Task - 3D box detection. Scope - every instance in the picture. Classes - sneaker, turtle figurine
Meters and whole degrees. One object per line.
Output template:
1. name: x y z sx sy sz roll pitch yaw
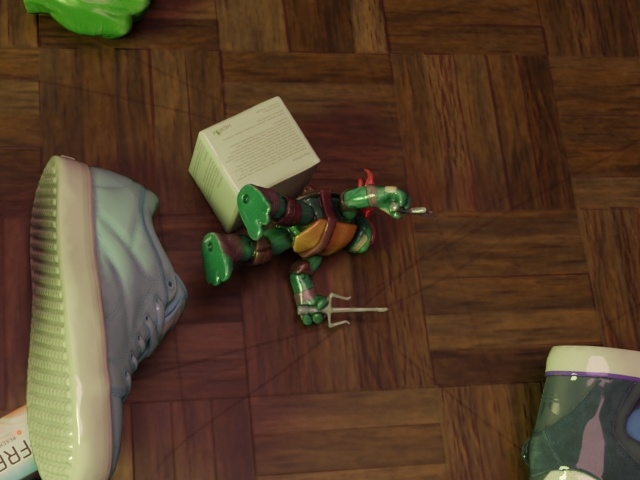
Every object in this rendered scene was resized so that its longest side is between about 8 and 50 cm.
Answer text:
1. sneaker: -0.187 0.071 1.121 0.150 0.135 0.366 11 51 -25
2. turtle figurine: 0.000 0.000 1.235 0.234 0.175 0.118 4 29 -40
3. sneaker: 0.364 0.245 1.233 0.323 0.130 0.236 11 77 -14

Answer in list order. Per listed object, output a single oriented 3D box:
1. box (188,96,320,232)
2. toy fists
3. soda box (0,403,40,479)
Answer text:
1. box: -0.071 -0.078 1.257 0.102 0.101 0.087 -27 78 -21
2. toy fists: -0.230 -0.350 1.332 0.142 0.096 0.279 8 69 1
3. soda box: -0.304 0.208 1.115 0.183 0.058 0.063 -28 78 -21
